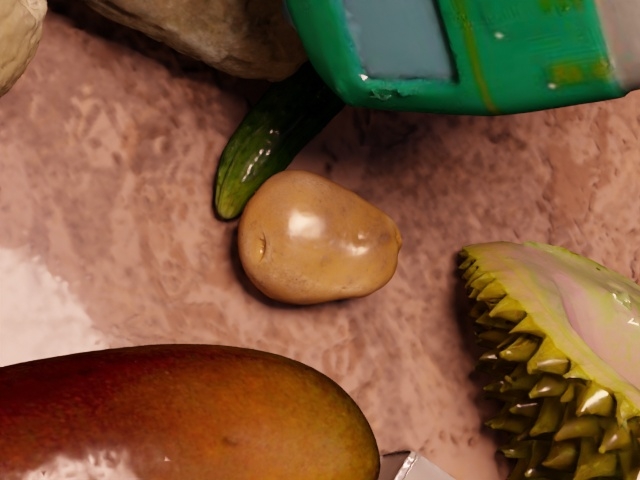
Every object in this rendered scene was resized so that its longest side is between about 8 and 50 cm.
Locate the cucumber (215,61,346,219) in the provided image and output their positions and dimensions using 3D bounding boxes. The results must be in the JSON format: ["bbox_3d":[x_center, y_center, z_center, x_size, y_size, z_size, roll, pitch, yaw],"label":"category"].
[{"bbox_3d":[-0.006,-0.078,0.747,0.039,0.039,0.168,43,66,-7],"label":"cucumber"}]

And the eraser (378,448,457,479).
[{"bbox_3d":[0.104,0.208,0.708,0.225,0.052,0.096,36,67,-10],"label":"eraser"}]

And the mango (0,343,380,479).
[{"bbox_3d":[-0.101,0.115,0.611,0.267,0.111,0.133,-7,63,-24],"label":"mango"}]

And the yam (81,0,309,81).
[{"bbox_3d":[-0.131,-0.190,0.679,0.330,0.133,0.133,33,66,-18],"label":"yam"}]

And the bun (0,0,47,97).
[{"bbox_3d":[-0.225,-0.109,0.564,0.220,0.134,0.221,-2,113,-6],"label":"bun"}]

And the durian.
[{"bbox_3d":[0.226,0.117,0.733,0.351,0.158,0.169,28,61,-10],"label":"durian"}]

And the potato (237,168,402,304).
[{"bbox_3d":[0.000,0.000,0.715,0.083,0.062,0.068,11,101,3],"label":"potato"}]

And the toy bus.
[{"bbox_3d":[0.107,-0.190,0.682,0.343,0.199,0.184,-47,123,-56],"label":"toy bus"}]
